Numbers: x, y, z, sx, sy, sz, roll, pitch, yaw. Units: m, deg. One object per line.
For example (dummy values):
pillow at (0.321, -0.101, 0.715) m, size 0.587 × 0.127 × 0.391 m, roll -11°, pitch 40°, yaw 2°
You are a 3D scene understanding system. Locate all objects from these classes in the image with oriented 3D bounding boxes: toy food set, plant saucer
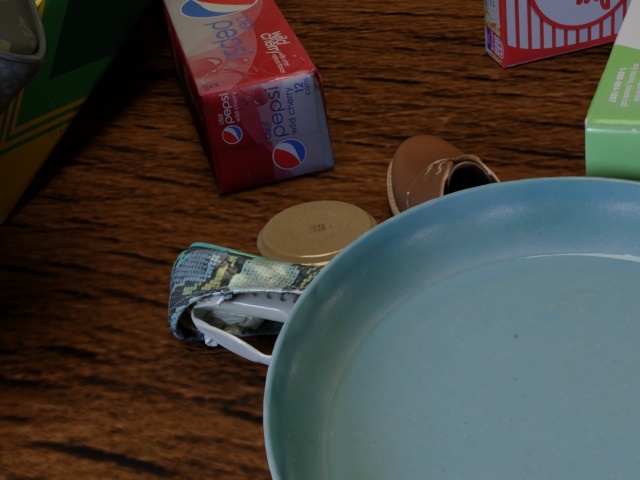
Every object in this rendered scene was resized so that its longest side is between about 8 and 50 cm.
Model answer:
toy food set at (0.000, 0.000, 0.766) m, size 0.083 × 0.020 × 0.083 m, roll -16°, pitch 32°, yaw -13°
plant saucer at (0.134, 0.085, 0.530) m, size 0.318 × 0.043 × 0.317 m, roll 0°, pitch 41°, yaw 0°

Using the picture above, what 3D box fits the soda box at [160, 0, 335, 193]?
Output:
soda box at (-0.067, -0.139, 0.948) m, size 0.092 × 0.083 × 0.263 m, roll -13°, pitch 31°, yaw -8°

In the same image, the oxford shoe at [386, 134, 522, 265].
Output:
oxford shoe at (0.090, -0.027, 0.739) m, size 0.076 × 0.076 × 0.212 m, roll -15°, pitch 30°, yaw -7°

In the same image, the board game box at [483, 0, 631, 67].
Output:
board game box at (0.204, -0.251, 0.959) m, size 0.147 × 0.193 × 0.045 m, roll -15°, pitch 33°, yaw -9°

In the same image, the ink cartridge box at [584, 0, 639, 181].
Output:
ink cartridge box at (0.311, -0.062, 0.701) m, size 0.273 × 0.114 × 0.198 m, roll 5°, pitch 35°, yaw 22°

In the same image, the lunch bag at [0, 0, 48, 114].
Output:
lunch bag at (-0.332, -0.133, 0.729) m, size 0.213 × 0.256 × 0.305 m, roll 18°, pitch 35°, yaw -44°

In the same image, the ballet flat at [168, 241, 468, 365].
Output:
ballet flat at (-0.002, 0.046, 0.668) m, size 0.189 × 0.070 × 0.070 m, roll 5°, pitch 34°, yaw 24°

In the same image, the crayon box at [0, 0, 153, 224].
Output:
crayon box at (-0.349, -0.179, 0.985) m, size 0.363 × 0.106 × 0.313 m, roll 8°, pitch 54°, yaw 25°
